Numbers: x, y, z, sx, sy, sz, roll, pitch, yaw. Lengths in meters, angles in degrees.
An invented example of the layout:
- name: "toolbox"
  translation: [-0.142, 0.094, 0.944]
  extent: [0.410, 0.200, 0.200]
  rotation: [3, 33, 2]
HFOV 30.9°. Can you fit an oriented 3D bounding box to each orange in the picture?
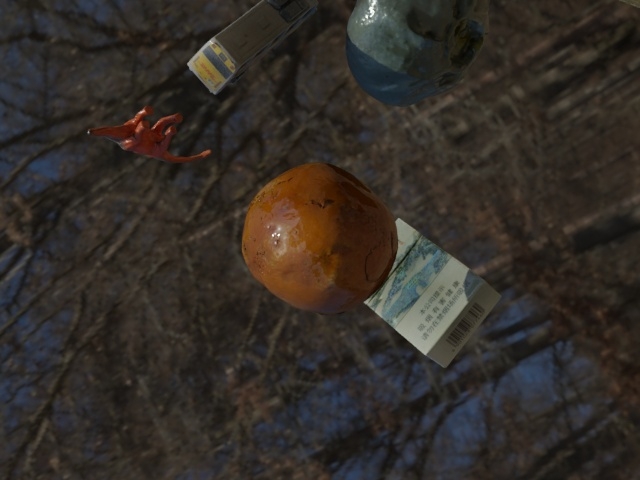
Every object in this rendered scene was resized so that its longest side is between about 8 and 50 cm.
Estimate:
- name: "orange"
  translation: [0.000, 0.000, 1.768]
  extent: [0.240, 0.240, 0.240]
  rotation: [36, -144, -33]

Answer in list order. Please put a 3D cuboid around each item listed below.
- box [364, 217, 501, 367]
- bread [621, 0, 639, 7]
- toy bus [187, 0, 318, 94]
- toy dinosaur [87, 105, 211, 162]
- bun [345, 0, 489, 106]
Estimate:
- name: "box"
  translation: [0.179, 0.089, 2.059]
  extent: [0.069, 0.164, 0.256]
  rotation: [37, -178, -43]
- name: "bread"
  translation: [0.553, -0.624, 2.035]
  extent: [0.390, 0.371, 0.279]
  rotation: [28, -167, 13]
- name: "toy bus"
  translation: [-0.134, -0.421, 2.346]
  extent: [0.097, 0.138, 0.342]
  rotation: [47, -133, -4]
- name: "toy dinosaur"
  translation: [-0.252, -0.157, 1.768]
  extent: [0.280, 0.101, 0.055]
  rotation: [9, -124, -48]
- name: "bun"
  translation: [0.218, -0.445, 2.393]
  extent: [0.211, 0.361, 0.362]
  rotation: [31, -171, 41]
